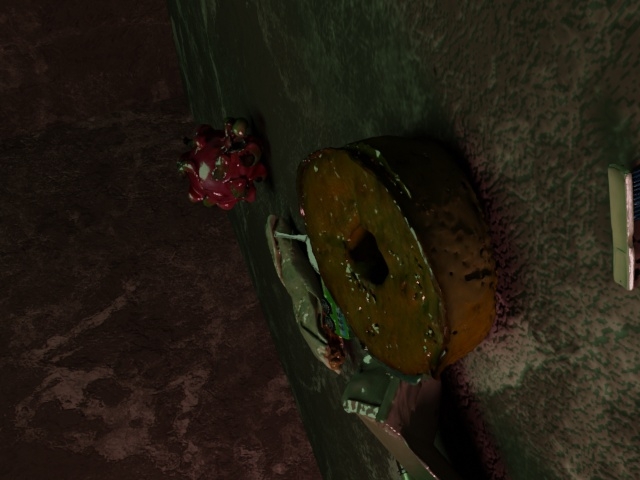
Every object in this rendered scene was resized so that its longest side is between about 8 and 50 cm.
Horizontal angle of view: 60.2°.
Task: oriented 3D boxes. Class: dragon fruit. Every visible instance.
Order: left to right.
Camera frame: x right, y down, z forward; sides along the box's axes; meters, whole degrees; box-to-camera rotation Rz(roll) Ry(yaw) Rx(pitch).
[{"bbox_3d":[-0.220,-0.191,1.337,0.198,0.273,0.218,-21,-93,-59],"label":"dragon fruit"}]

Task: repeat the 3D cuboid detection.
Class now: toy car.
[{"bbox_3d":[0.040,0.072,0.850,0.062,0.071,0.165,27,133,57],"label":"toy car"}]

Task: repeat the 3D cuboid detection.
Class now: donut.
[{"bbox_3d":[0.078,0.007,0.552,0.272,0.107,0.272,57,160,33],"label":"donut"}]

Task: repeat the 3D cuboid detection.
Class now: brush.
[{"bbox_3d":[0.176,-0.007,0.317,0.016,0.013,0.083,-122,11,-60],"label":"brush"}]

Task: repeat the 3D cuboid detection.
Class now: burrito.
[{"bbox_3d":[-0.039,0.099,1.185,0.117,0.076,0.392,91,158,-51],"label":"burrito"}]

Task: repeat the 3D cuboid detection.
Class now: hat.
[{"bbox_3d":[0.134,0.218,0.680,0.245,0.149,0.214,35,166,-4],"label":"hat"}]

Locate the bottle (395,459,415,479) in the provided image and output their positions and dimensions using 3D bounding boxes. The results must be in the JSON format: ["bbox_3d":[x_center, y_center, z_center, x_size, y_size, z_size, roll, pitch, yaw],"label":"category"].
[{"bbox_3d":[0.149,0.372,0.863,0.063,0.047,0.101,-47,53,43],"label":"bottle"}]

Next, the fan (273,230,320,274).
[{"bbox_3d":[0.000,0.000,0.806,0.175,0.005,0.113,7,96,34],"label":"fan"}]
